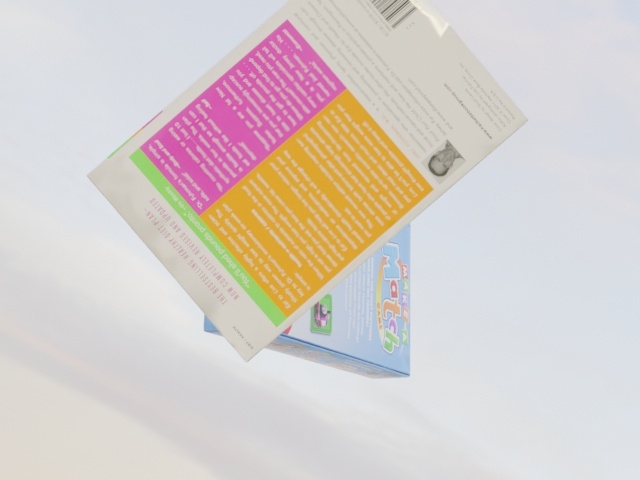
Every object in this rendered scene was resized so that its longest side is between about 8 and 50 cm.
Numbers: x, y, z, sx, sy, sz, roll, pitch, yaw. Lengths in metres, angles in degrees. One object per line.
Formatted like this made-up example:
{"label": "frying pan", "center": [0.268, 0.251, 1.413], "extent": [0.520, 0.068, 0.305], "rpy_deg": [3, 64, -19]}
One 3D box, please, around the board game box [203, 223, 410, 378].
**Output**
{"label": "board game box", "center": [0.000, 0.000, 0.811], "extent": [0.039, 0.160, 0.211], "rpy_deg": [-8, -17, 31]}

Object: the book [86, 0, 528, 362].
{"label": "book", "center": [-0.005, -0.037, 0.471], "extent": [0.096, 0.144, 0.035], "rpy_deg": [50, -1, -5]}
